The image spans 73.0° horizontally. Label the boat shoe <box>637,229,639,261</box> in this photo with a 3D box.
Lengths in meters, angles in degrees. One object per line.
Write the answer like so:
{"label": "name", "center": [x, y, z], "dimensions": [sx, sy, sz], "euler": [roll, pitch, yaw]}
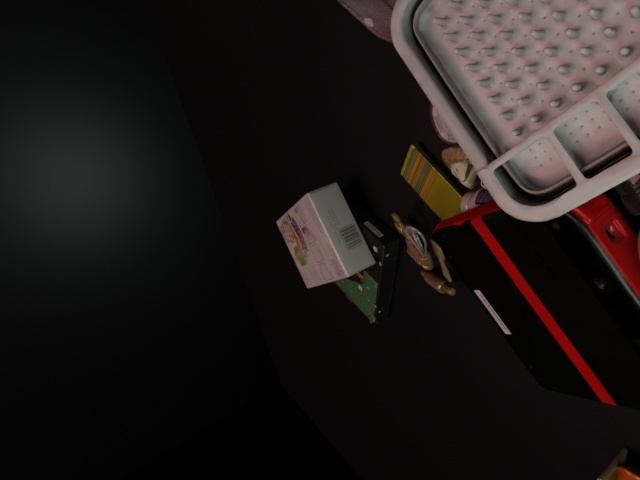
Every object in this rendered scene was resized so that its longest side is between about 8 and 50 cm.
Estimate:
{"label": "boat shoe", "center": [0.458, 0.115, 0.452], "dimensions": [0.341, 0.121, 0.110], "euler": [57, 172, -10]}

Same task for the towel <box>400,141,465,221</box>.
{"label": "towel", "center": [0.251, -0.089, 0.882], "dimensions": [0.237, 0.021, 0.102], "euler": [54, 160, 22]}

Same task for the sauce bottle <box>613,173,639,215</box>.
{"label": "sauce bottle", "center": [0.311, -0.190, 0.536], "dimensions": [0.344, 0.111, 0.111], "euler": [59, 156, 15]}

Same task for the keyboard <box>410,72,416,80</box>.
{"label": "keyboard", "center": [0.200, -0.304, 0.704], "dimensions": [0.192, 0.038, 0.100], "euler": [-136, 49, -55]}

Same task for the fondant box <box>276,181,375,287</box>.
{"label": "fondant box", "center": [0.000, 0.000, 1.242], "dimensions": [0.238, 0.096, 0.330], "euler": [64, 156, 1]}

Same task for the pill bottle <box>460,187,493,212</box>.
{"label": "pill bottle", "center": [0.302, -0.059, 0.738], "dimensions": [0.120, 0.067, 0.067], "euler": [13, 125, 61]}

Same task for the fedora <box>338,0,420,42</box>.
{"label": "fedora", "center": [0.109, -0.377, 0.623], "dimensions": [0.243, 0.124, 0.275], "euler": [31, -175, -34]}

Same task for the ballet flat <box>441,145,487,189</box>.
{"label": "ballet flat", "center": [0.271, -0.121, 0.725], "dimensions": [0.073, 0.067, 0.206], "euler": [28, 175, -28]}

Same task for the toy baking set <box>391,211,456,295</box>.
{"label": "toy baking set", "center": [0.218, 0.034, 0.934], "dimensions": [0.197, 0.030, 0.256], "euler": [54, 180, -18]}

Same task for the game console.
{"label": "game console", "center": [0.374, 0.098, 0.680], "dimensions": [0.386, 0.060, 0.342], "euler": [54, 164, -1]}

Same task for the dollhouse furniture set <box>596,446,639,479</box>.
{"label": "dollhouse furniture set", "center": [0.565, 0.504, 0.651], "dimensions": [0.262, 0.135, 0.259], "euler": [20, 131, 59]}

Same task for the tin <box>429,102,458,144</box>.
{"label": "tin", "center": [0.255, -0.223, 0.720], "dimensions": [0.106, 0.040, 0.189], "euler": [63, 157, -6]}

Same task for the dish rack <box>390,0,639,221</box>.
{"label": "dish rack", "center": [0.251, -0.219, 0.457], "dimensions": [0.285, 0.072, 0.333], "euler": [-41, 74, 44]}

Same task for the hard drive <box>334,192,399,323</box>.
{"label": "hard drive", "center": [0.118, 0.060, 1.252], "dimensions": [0.237, 0.064, 0.339], "euler": [45, 149, 38]}
